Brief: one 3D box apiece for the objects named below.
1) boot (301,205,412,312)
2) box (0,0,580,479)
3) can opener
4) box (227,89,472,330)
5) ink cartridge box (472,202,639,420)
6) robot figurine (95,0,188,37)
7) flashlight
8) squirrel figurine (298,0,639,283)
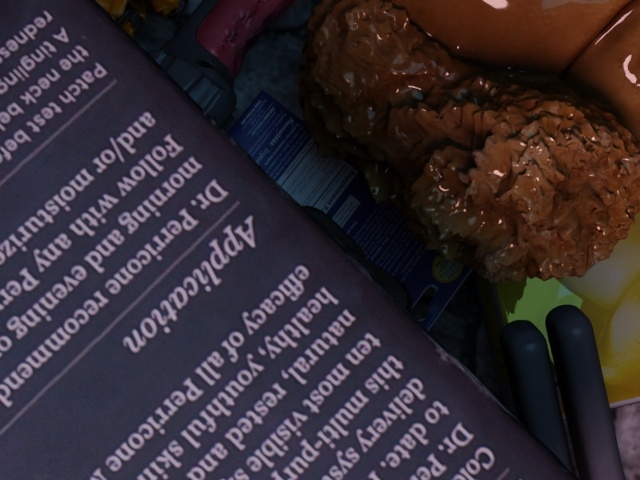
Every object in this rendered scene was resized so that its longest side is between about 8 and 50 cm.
[{"bbox_3d":[-0.049,-0.016,0.905,0.083,0.161,0.246,-48,72,15],"label":"boot"},{"bbox_3d":[-0.095,0.178,0.711,0.472,0.480,0.297,46,73,0],"label":"box"},{"bbox_3d":[0.203,0.186,0.937,0.074,0.093,0.280,-18,107,-6],"label":"can opener"},{"bbox_3d":[0.000,0.000,0.995,0.225,0.036,0.136,38,75,-1],"label":"box"},{"bbox_3d":[0.269,-0.023,1.038,0.303,0.072,0.307,-11,84,-12],"label":"ink cartridge box"},{"bbox_3d":[-0.225,-0.261,0.971,0.291,0.085,0.211,36,75,2],"label":"robot figurine"},{"bbox_3d":[-0.040,-0.193,0.993,0.103,0.103,0.304,36,73,-4],"label":"flashlight"},{"bbox_3d":[0.200,-0.123,0.919,0.370,0.281,0.397,40,77,6],"label":"squirrel figurine"}]
